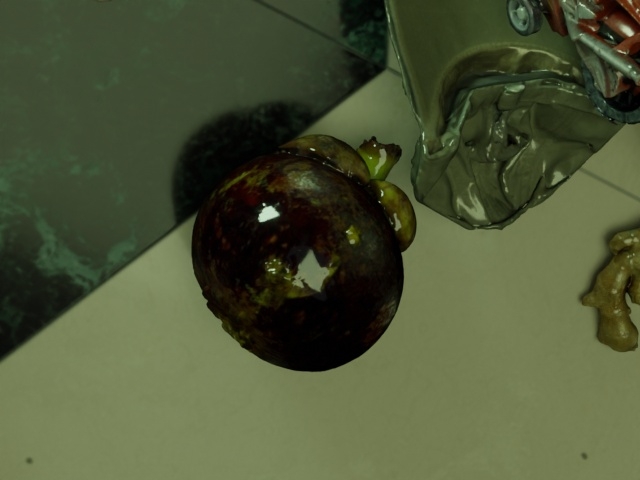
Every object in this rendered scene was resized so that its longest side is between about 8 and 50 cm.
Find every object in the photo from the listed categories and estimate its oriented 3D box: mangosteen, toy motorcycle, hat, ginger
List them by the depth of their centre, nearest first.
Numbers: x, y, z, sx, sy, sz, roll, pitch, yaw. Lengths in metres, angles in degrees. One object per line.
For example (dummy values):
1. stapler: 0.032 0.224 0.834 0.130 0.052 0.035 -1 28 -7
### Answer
1. toy motorcycle: 0.211 -0.236 0.968 0.089 0.171 0.298 -21 82 -26
2. mangosteen: 0.000 0.000 1.035 0.217 0.192 0.192 -43 113 -20
3. hat: 0.139 -0.143 1.077 0.214 0.149 0.245 -12 71 -23
4. ginger: 0.354 0.047 1.193 0.193 0.052 0.176 -32 116 -1
